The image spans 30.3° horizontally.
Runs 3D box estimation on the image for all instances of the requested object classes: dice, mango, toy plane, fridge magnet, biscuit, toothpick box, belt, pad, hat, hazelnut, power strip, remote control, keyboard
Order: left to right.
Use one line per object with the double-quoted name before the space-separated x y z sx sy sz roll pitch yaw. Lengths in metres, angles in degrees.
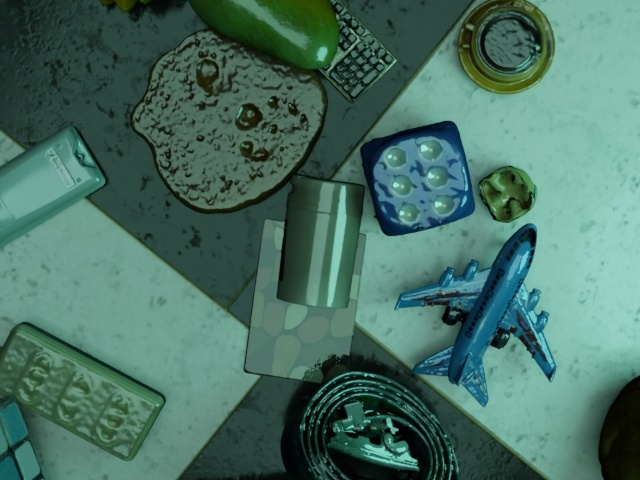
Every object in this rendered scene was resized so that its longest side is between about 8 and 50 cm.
"remote control" -0.463 -0.052 1.727 0.293 0.051 0.103 -31 93 0
"power strip" -0.363 0.219 1.735 0.256 0.070 0.105 28 92 -1
"biscuit" -0.132 -0.180 1.721 0.273 0.049 0.257 -40 91 -2
"mango" -0.076 -0.335 1.643 0.251 0.114 0.156 32 53 7
"keyboard" -0.028 -0.347 1.725 0.317 0.027 0.106 45 93 -2
"pad" -0.023 0.093 1.763 0.158 0.003 0.235 8 93 -1
"toothpick box" 0.000 0.000 1.700 0.111 0.111 0.181 7 94 -1
"belt" 0.075 0.308 1.695 0.267 0.116 0.207 28 60 -9
"dice" 0.137 -0.089 1.685 0.146 0.146 0.143 -15 96 4
"toy plane" 0.245 0.098 1.715 0.254 0.105 0.271 25 92 -3
"fridge magnet" 0.269 -0.283 1.713 0.143 0.063 0.143 0 91 1
"hat" 0.279 -0.070 1.729 0.076 0.059 0.077 -32 82 35
"hazelnut" 0.517 0.300 1.682 0.218 0.218 0.234 19 93 -2

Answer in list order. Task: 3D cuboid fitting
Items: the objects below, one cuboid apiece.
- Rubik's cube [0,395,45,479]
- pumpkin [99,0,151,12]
"Rubik's cube" -0.538 0.394 1.630 0.256 0.259 0.254 -18 94 14
"pumpkin" -0.229 -0.419 1.673 0.149 0.254 0.130 -40 107 -40
